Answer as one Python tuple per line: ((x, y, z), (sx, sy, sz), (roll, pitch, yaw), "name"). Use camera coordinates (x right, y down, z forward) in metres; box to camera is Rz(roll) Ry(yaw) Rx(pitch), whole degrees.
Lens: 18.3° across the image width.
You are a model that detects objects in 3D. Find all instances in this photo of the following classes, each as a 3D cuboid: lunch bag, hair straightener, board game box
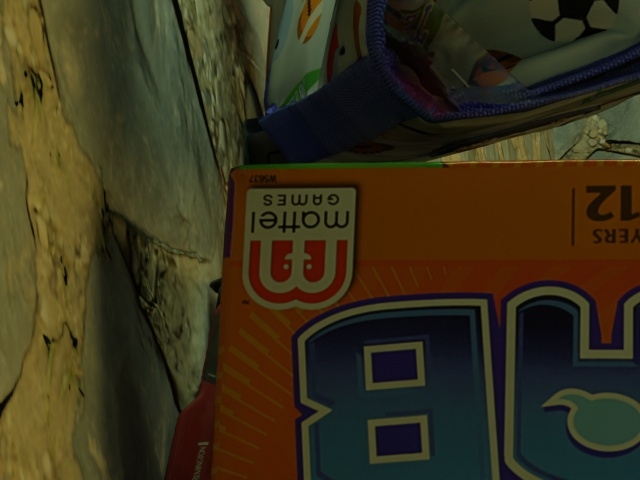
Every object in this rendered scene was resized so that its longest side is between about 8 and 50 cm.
((0.135, -0.193, 1.131), (0.239, 0.385, 0.328), (44, -11, -7), "lunch bag")
((-0.052, 0.105, 1.080), (0.230, 0.047, 0.089), (-91, 168, -51), "hair straightener")
((0.153, 0.176, 1.031), (0.356, 0.356, 0.356), (52, 39, -72), "board game box")

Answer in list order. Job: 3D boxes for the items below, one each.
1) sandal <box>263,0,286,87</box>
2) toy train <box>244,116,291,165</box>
((-0.030, -0.189, 1.319), (0.102, 0.076, 0.265), (-46, 150, -53), "sandal")
((0.000, 0.000, 1.313), (0.105, 0.080, 0.184), (11, 73, -68), "toy train")
